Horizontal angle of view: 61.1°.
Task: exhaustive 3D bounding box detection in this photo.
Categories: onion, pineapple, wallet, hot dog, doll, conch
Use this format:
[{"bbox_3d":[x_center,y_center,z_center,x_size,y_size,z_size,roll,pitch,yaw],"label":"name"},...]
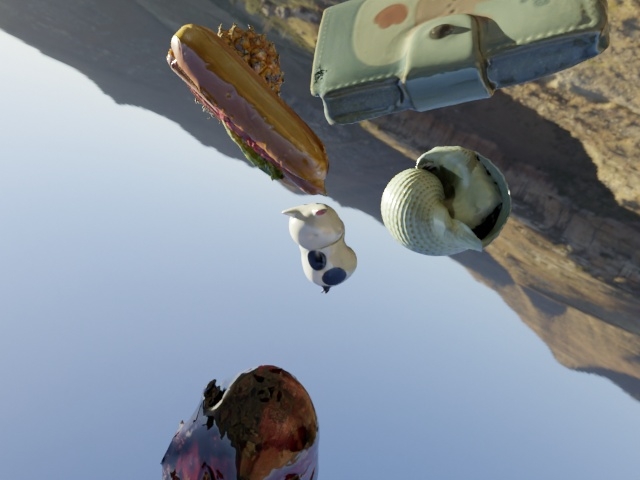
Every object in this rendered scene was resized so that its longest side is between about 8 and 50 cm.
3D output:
[{"bbox_3d":[-0.102,0.308,0.777,0.221,0.281,0.281,28,-171,-1],"label":"onion"},{"bbox_3d":[-0.154,-0.283,0.918,0.161,0.176,0.137,33,-167,5],"label":"pineapple"},{"bbox_3d":[0.166,-0.266,0.696,0.359,0.252,0.083,-8,141,22],"label":"wallet"},{"bbox_3d":[-0.074,-0.133,0.584,0.235,0.062,0.092,45,163,3],"label":"hot dog"},{"bbox_3d":[0.003,0.004,1.058,0.110,0.181,0.107,-5,-151,24],"label":"doll"},{"bbox_3d":[0.331,-0.077,1.417,0.319,0.303,0.215,48,174,26],"label":"conch"}]
